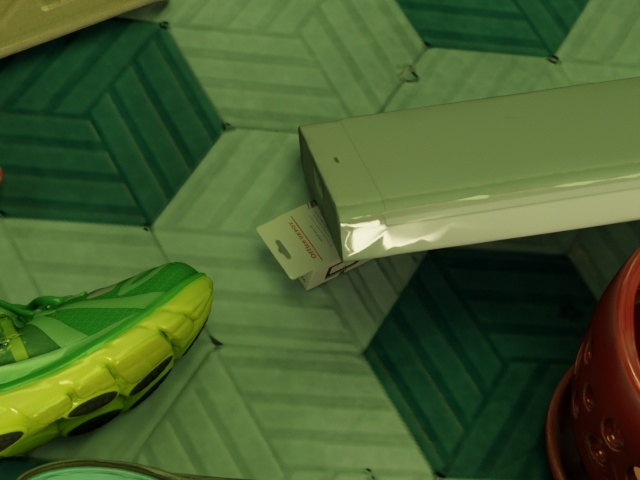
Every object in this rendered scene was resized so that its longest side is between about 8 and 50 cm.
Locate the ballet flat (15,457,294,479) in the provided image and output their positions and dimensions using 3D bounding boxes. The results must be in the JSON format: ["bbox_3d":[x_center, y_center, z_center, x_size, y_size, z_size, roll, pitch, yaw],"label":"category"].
[{"bbox_3d":[-0.080,0.171,1.092,0.213,0.068,0.072,6,80,-6],"label":"ballet flat"}]

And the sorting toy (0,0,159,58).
[{"bbox_3d":[-0.237,-0.211,1.314,0.208,0.038,0.193,-22,66,-29],"label":"sorting toy"}]

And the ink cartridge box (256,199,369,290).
[{"bbox_3d":[0.000,0.000,1.237,0.083,0.028,0.048,-25,66,-26],"label":"ink cartridge box"}]

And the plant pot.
[{"bbox_3d":[0.244,0.105,1.142,0.191,0.174,0.191,6,57,-9],"label":"plant pot"}]

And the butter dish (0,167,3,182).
[{"bbox_3d":[-0.302,-0.065,1.154,0.160,0.118,0.160,37,57,11],"label":"butter dish"}]

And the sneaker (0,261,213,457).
[{"bbox_3d":[-0.196,0.068,1.101,0.296,0.109,0.123,-23,70,-24],"label":"sneaker"}]

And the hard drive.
[{"bbox_3d":[0.150,-0.055,1.195,0.308,0.040,0.203,-9,20,-5],"label":"hard drive"}]
